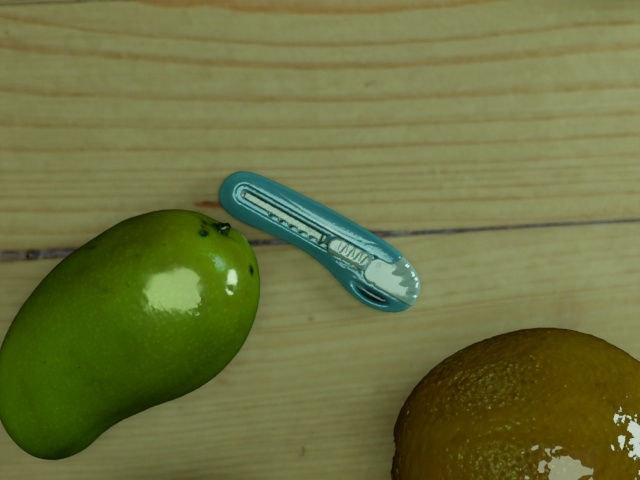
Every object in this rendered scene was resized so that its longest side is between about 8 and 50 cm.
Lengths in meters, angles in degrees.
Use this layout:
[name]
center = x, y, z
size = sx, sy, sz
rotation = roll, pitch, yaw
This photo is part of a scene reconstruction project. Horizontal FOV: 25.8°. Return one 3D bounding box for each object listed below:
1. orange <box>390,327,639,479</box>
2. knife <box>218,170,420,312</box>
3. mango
[orange]
center = 0.198, 0.207, 1.255
size = 0.274, 0.274, 0.274
rotation = 0, 90, -2
[knife]
center = 0.000, 0.000, 1.365
size = 0.222, 0.031, 0.064
rotation = 30, 92, -1
[mango]
center = -0.185, 0.086, 1.309
size = 0.293, 0.143, 0.175
rotation = -39, 97, 8
